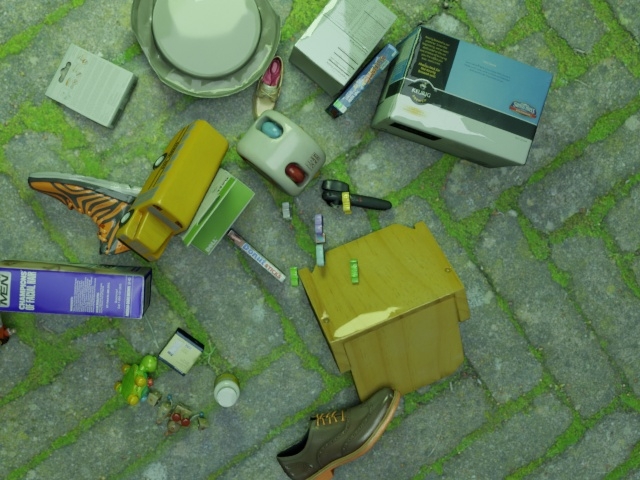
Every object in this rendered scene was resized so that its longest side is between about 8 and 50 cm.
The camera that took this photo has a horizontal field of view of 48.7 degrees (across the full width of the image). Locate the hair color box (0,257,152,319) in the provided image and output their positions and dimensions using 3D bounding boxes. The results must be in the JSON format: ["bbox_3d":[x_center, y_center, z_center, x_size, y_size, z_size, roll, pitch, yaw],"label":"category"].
[{"bbox_3d":[-0.574,0.109,1.644,0.339,0.185,0.110,3,94,-8],"label":"hair color box"}]

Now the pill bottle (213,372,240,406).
[{"bbox_3d":[-0.231,0.371,1.744,0.065,0.116,0.065,-1,95,-7],"label":"pill bottle"}]

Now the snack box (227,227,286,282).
[{"bbox_3d":[-0.159,0.037,1.755,0.178,0.064,0.022,41,90,-9],"label":"snack box"}]

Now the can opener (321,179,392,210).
[{"bbox_3d":[0.091,-0.104,1.781,0.186,0.059,0.073,13,92,-8],"label":"can opener"}]

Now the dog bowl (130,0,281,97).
[{"bbox_3d":[-0.269,-0.510,1.681,0.349,0.102,0.348,-1,94,-8],"label":"dog bowl"}]

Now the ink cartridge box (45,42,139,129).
[{"bbox_3d":[-0.547,-0.368,1.695,0.179,0.045,0.145,27,91,9],"label":"ink cartridge box"}]

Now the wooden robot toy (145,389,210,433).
[{"bbox_3d":[-0.366,0.448,1.759,0.173,0.076,0.079,30,101,-8],"label":"wooden robot toy"}]

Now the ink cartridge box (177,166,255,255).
[{"bbox_3d":[-0.240,-0.061,1.633,0.097,0.255,0.189,38,89,-23],"label":"ink cartridge box"}]

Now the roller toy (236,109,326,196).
[{"bbox_3d":[-0.087,-0.210,1.682,0.209,0.191,0.146,39,88,-8],"label":"roller toy"}]

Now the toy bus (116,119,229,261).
[{"bbox_3d":[-0.334,-0.115,1.617,0.108,0.130,0.332,43,50,-29],"label":"toy bus"}]

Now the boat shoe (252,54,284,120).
[{"bbox_3d":[-0.128,-0.374,1.730,0.063,0.059,0.170,12,92,-8],"label":"boat shoe"}]

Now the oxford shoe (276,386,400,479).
[{"bbox_3d":[0.044,0.477,1.763,0.364,0.130,0.133,-43,96,8],"label":"oxford shoe"}]

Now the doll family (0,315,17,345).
[{"bbox_3d":[-0.849,0.237,1.635,0.263,0.163,0.118,5,50,-7],"label":"doll family"}]

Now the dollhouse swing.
[{"bbox_3d":[0.173,0.194,1.815,0.347,0.305,0.315,-23,56,-5],"label":"dollhouse swing"}]

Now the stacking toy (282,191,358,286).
[{"bbox_3d":[0.000,0.000,1.716,0.167,0.052,0.221,-6,83,7],"label":"stacking toy"}]

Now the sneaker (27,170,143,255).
[{"bbox_3d":[-0.535,-0.058,1.667,0.321,0.124,0.180,12,92,-8],"label":"sneaker"}]

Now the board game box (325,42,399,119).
[{"bbox_3d":[0.098,-0.385,1.722,0.035,0.136,0.201,42,89,-9],"label":"board game box"}]

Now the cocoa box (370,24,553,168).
[{"bbox_3d":[0.332,-0.337,1.708,0.347,0.231,0.228,17,91,-9],"label":"cocoa box"}]

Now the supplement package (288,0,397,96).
[{"bbox_3d":[0.047,-0.477,1.678,0.149,0.194,0.203,38,88,-8],"label":"supplement package"}]

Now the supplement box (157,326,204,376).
[{"bbox_3d":[-0.345,0.276,1.752,0.083,0.056,0.083,38,89,-9],"label":"supplement box"}]

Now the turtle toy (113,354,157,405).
[{"bbox_3d":[-0.445,0.342,1.733,0.066,0.095,0.130,22,92,-47],"label":"turtle toy"}]
